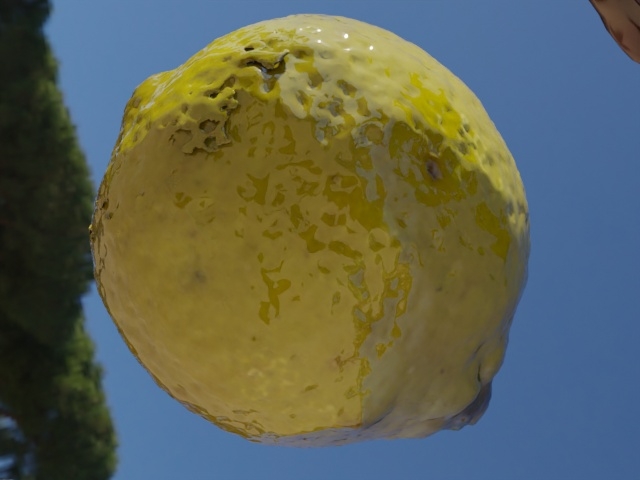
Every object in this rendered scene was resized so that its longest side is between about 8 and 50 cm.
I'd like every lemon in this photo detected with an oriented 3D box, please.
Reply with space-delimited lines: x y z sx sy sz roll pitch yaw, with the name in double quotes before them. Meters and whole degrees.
"lemon" 0.000 0.000 1.079 0.387 0.350 0.350 41 -38 0

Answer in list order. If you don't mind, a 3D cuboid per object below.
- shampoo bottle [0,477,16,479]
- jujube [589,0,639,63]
"shampoo bottle" -0.148 0.266 0.470 0.134 0.078 0.359 8 -103 51
"jujube" 0.237 -0.080 0.391 0.258 0.376 0.258 -159 -90 -76
